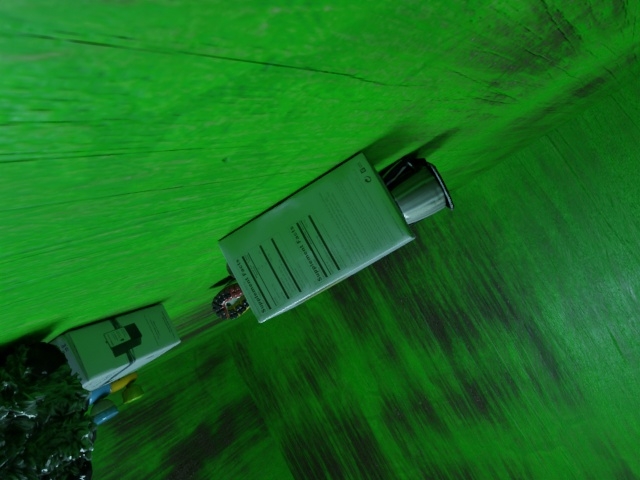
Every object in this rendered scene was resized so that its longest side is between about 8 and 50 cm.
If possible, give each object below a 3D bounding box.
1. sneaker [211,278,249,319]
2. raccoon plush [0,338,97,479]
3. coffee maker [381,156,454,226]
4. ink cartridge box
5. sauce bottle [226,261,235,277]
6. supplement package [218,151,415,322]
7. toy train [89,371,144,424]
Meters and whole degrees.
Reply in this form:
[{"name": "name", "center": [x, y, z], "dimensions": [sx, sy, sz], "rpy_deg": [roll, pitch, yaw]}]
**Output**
[{"name": "sneaker", "center": [-0.144, 0.085, 1.022], "dimensions": [0.225, 0.088, 0.093], "rpy_deg": [-30, -166, 10]}, {"name": "raccoon plush", "center": [-0.496, 0.299, 0.557], "dimensions": [0.446, 0.216, 0.299], "rpy_deg": [-36, 163, 30]}, {"name": "coffee maker", "center": [0.134, -0.062, 0.848], "dimensions": [0.178, 0.120, 0.171], "rpy_deg": [-29, 174, 3]}, {"name": "ink cartridge box", "center": [-0.375, 0.198, 0.788], "dimensions": [0.153, 0.087, 0.208], "rpy_deg": [-33, 172, 22]}, {"name": "sauce bottle", "center": [-0.121, 0.037, 0.852], "dimensions": [0.042, 0.042, 0.128], "rpy_deg": [-33, 174, 30]}, {"name": "supplement package", "center": [0.000, 0.000, 0.678], "dimensions": [0.244, 0.134, 0.139], "rpy_deg": [-31, 173, 13]}, {"name": "toy train", "center": [-0.446, 0.305, 1.045], "dimensions": [0.105, 0.143, 0.248], "rpy_deg": [-32, 173, 26]}]
